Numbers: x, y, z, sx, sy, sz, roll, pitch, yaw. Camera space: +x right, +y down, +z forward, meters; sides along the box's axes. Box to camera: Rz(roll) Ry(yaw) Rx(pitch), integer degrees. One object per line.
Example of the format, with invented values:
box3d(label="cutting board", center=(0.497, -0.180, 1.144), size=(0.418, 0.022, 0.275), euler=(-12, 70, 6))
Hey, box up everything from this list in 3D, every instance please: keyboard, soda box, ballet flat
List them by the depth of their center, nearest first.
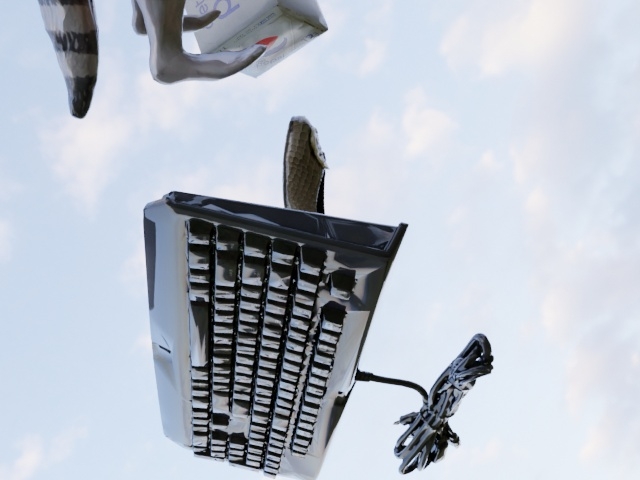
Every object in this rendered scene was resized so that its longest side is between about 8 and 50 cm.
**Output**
box3d(label="keyboard", center=(0.001, 0.083, 0.534), size=(0.317, 0.201, 0.033), euler=(101, 177, -58))
box3d(label="soda box", center=(-0.097, -0.311, 0.904), size=(0.098, 0.286, 0.091), euler=(-28, -18, 27))
box3d(label="ballet flat", center=(0.000, 0.000, 0.915), size=(0.084, 0.058, 0.250), euler=(-26, -68, -75))

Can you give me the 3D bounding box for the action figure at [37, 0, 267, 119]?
box3d(label="action figure", center=(-0.153, -0.231, 0.502), size=(0.178, 0.341, 0.330), euler=(-24, -65, 10))
